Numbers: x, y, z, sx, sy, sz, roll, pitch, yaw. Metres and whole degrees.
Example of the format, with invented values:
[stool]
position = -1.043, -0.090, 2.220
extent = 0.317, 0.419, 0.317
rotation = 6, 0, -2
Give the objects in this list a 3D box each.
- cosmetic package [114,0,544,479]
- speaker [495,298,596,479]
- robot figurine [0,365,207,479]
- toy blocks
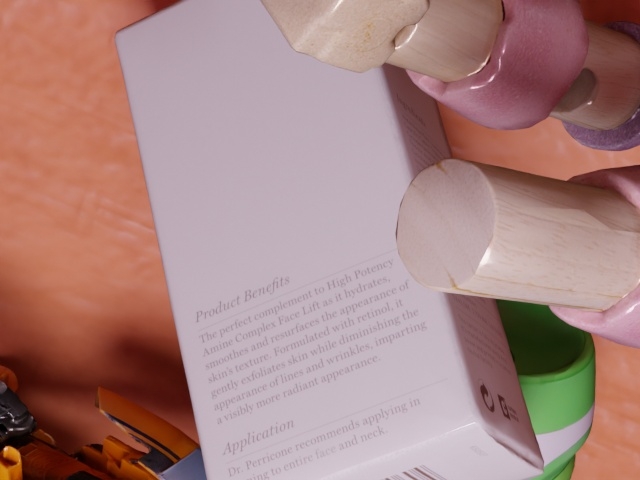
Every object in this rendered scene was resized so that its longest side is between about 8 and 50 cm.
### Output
[cosmetic package]
position = 0.000, 0.000, 0.715
extent = 0.117, 0.231, 0.085
rotation = -22, 152, 18
[speaker]
position = 0.042, 0.164, 0.831
extent = 0.131, 0.131, 0.297
rotation = 13, 115, 2
[robot figurine]
position = -0.132, 0.148, 0.826
extent = 0.291, 0.085, 0.211
rotation = 25, 119, 30
[toy blocks]
position = 0.137, -0.157, 0.631
extent = 0.260, 0.309, 0.288
rotation = 8, 131, -45
